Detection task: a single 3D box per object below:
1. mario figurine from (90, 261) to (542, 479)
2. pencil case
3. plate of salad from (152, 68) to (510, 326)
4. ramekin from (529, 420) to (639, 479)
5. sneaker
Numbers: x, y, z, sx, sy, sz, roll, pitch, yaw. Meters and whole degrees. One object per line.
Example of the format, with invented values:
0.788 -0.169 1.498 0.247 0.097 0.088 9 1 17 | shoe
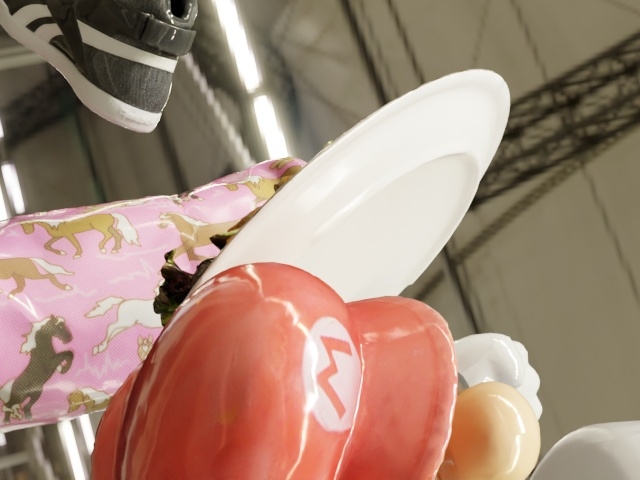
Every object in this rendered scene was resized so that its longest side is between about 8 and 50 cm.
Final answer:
0.053 0.115 0.547 0.198 0.170 0.320 38 -10 42 | mario figurine
-0.167 0.041 1.109 0.160 0.386 0.167 12 -70 64 | pencil case
0.000 0.000 0.618 0.048 0.200 0.200 47 -31 18 | plate of salad
0.210 0.234 0.871 0.277 0.135 0.277 -176 -90 -76 | ramekin
-0.158 -0.178 1.097 0.217 0.079 0.121 42 -72 39 | sneaker
